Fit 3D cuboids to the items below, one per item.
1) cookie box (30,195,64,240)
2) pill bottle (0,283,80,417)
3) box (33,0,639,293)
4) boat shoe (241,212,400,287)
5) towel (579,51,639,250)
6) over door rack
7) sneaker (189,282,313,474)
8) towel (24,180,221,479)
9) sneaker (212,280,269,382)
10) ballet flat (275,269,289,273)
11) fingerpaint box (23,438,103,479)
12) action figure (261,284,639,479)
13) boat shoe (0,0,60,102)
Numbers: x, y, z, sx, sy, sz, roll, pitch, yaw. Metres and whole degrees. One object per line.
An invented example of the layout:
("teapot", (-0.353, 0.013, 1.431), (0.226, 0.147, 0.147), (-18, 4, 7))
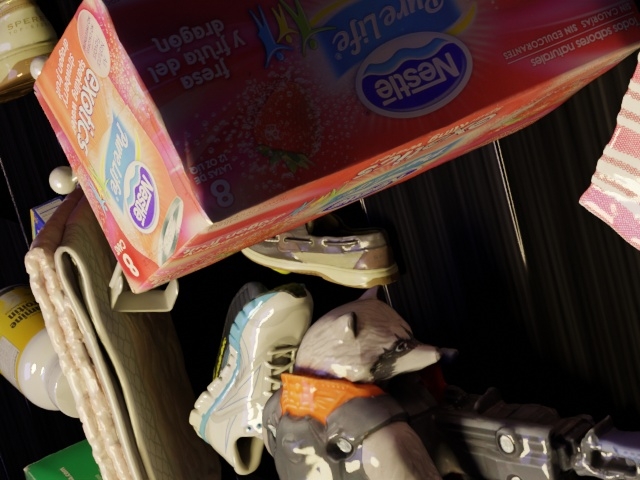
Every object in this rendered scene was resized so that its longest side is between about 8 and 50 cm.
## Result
("cookie box", (-0.261, 0.023, 2.000), (0.107, 0.040, 0.091), (47, 149, 36))
("pill bottle", (-0.298, 0.124, 2.083), (0.184, 0.103, 0.103), (31, 137, 50))
("box", (0.011, -0.101, 1.076), (0.142, 0.300, 0.154), (64, 154, 5))
("boat shoe", (0.000, 0.000, 1.466), (0.152, 0.056, 0.049), (11, 108, 39))
("towel", (0.216, -0.039, 1.051), (0.144, 0.029, 0.197), (50, 150, 28))
("over door rack", (-0.179, -0.115, 1.540), (0.324, 0.108, 0.239), (99, 161, -56))
("sneaker", (-0.042, 0.119, 1.593), (0.083, 0.071, 0.190), (53, 135, 35))
("towel", (-0.171, 0.119, 1.742), (0.317, 0.053, 0.331), (-83, -24, -77))
("sneaker", (-0.058, 0.096, 1.669), (0.053, 0.059, 0.144), (-93, 15, -53))
("ballet flat", (-0.072, -0.066, 1.521), (0.077, 0.077, 0.231), (30, 137, 48))
("fingerpaint box", (-0.118, 0.456, 1.954), (0.445, 0.163, 0.371), (40, 144, 43))
("action figure", (0.065, 0.195, 1.280), (0.341, 0.178, 0.330), (-6, 97, 46))
("boat shoe", (-0.339, -0.184, 1.919), (0.285, 0.105, 0.089), (-13, 95, 54))
